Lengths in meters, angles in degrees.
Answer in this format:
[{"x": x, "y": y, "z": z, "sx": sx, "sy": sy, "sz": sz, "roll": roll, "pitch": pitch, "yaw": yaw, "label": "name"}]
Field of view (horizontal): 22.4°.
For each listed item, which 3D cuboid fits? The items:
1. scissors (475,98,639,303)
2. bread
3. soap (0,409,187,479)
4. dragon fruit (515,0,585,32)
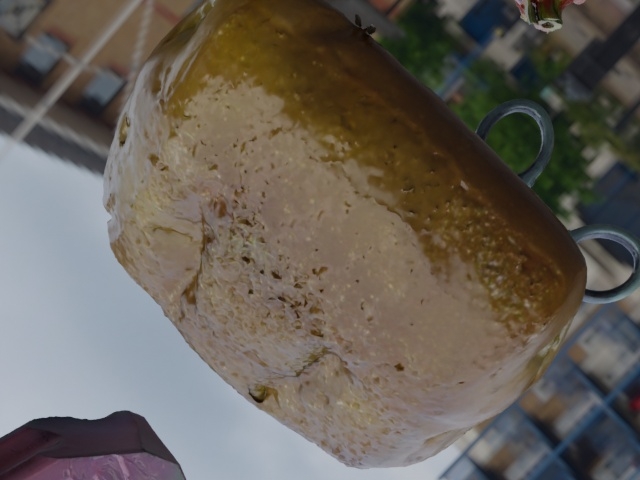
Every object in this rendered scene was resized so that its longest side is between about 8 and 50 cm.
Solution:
[{"x": 0.147, "y": 0.039, "z": 1.763, "sx": 0.256, "sy": 0.383, "sz": 0.029, "roll": 54, "pitch": 177, "yaw": 12, "label": "scissors"}, {"x": -0.005, "y": 0.005, "z": 1.071, "sx": 0.337, "sy": 0.148, "sz": 0.328, "roll": 44, "pitch": 157, "yaw": 1, "label": "bread"}, {"x": -0.329, "y": 0.323, "z": 1.949, "sx": 0.109, "sy": 0.324, "sz": 0.193, "roll": 33, "pitch": 147, "yaw": 55, "label": "soap"}, {"x": 0.211, "y": -0.245, "z": 1.509, "sx": 0.086, "sy": 0.116, "sz": 0.081, "roll": -7, "pitch": 153, "yaw": 45, "label": "dragon fruit"}]
